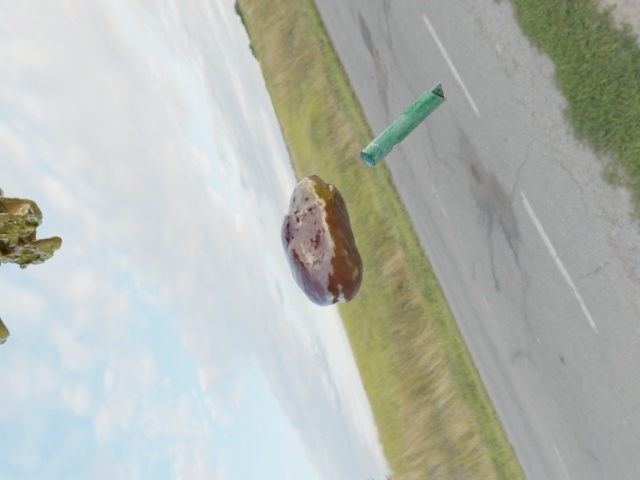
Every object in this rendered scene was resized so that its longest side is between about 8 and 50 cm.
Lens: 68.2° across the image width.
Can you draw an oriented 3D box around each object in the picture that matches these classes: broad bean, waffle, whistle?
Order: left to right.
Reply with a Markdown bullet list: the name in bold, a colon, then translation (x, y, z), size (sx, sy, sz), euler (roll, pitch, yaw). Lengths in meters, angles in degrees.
- **waffle**: translation (-0.600, 0.043, 0.754), size (0.324, 0.260, 0.151), euler (-95, 19, -51)
- **broad bean**: translation (-0.002, 0.000, 0.804), size (0.156, 0.121, 0.229), euler (116, 138, -72)
- **whistle**: translation (0.144, -0.199, 0.810), size (0.039, 0.186, 0.039), euler (45, 171, 9)
